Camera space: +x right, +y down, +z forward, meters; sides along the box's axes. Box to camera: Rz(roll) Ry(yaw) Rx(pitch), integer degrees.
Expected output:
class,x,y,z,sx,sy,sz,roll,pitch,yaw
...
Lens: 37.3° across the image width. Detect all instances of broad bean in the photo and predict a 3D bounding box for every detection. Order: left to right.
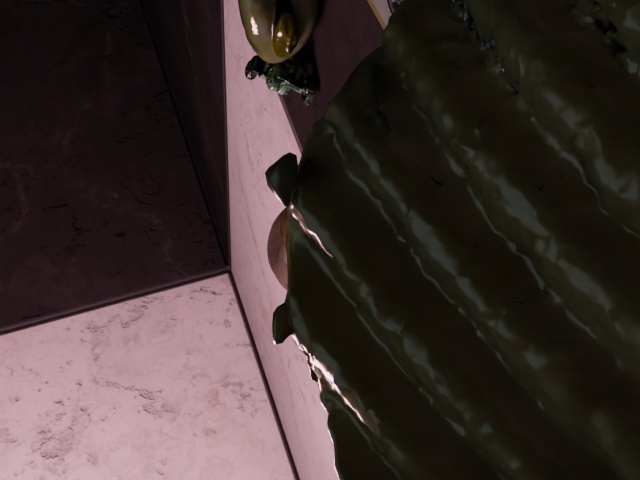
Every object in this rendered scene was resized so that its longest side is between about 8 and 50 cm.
class,x,y,z,sx,sy,sz,roll,pitch,yaw
broad bean,-0.060,-0.311,1.234,0.228,0.100,0.169,-104,12,-55

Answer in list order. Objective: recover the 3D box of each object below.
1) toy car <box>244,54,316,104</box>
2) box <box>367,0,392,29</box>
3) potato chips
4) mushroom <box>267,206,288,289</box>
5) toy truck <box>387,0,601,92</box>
class,x,y,z,sx,sy,sz,roll,pitch,yaw
toy car,-0.054,-0.233,1.337,0.054,0.073,0.143,-66,25,7
box,0.062,-0.283,0.810,0.211,0.045,0.270,91,160,-52
potato chips,0.133,0.005,0.457,0.373,0.097,0.390,-26,78,39
mushroom,0.000,0.009,1.253,0.407,0.137,0.154,137,130,-83
toy truck,0.117,-0.129,0.618,0.116,0.110,0.216,50,154,38
